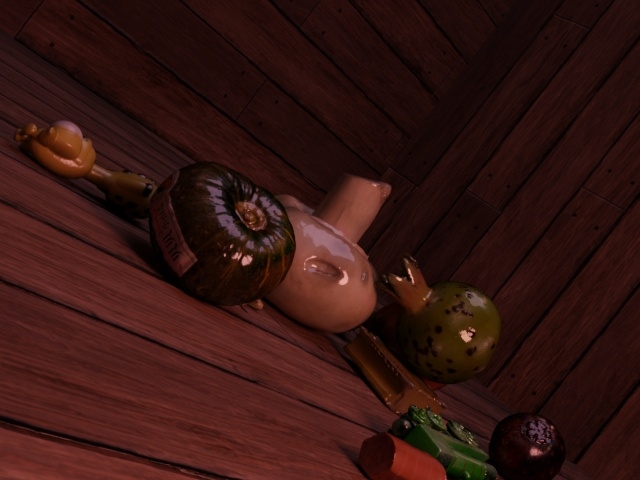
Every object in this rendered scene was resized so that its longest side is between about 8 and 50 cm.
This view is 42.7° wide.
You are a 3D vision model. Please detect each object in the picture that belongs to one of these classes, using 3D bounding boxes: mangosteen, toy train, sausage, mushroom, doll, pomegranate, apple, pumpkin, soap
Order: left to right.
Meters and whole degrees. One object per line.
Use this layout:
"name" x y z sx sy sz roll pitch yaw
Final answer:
"doll" -0.391 -0.121 1.419 0.117 0.086 0.291 -18 -40 43
"pumpkin" -0.166 0.002 1.348 0.260 0.189 0.260 30 35 -24
"mushroom" -0.025 0.021 1.759 0.325 0.353 0.353 6 -6 16
"soap" 0.149 0.282 1.685 0.135 0.076 0.233 36 4 -35
"sausage" 0.121 0.312 1.107 0.169 0.065 0.065 36 4 -42
"apple" 0.218 0.240 1.927 0.234 0.234 0.234 38 3 -2
"pomegranate" 0.236 0.167 1.718 0.286 0.231 0.231 37 3 8
"toy train" 0.208 0.352 1.353 0.251 0.085 0.119 32 12 -44
"mangosteen" 0.445 0.466 1.800 0.172 0.184 0.172 15 54 -21

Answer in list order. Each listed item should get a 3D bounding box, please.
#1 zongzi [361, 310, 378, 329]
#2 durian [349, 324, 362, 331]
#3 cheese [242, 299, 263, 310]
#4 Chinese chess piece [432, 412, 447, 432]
"zongzi" 0.212 0.287 2.196 0.204 0.094 0.205 40 1 -31
"durian" 0.033 0.140 2.023 0.183 0.138 0.250 46 8 -4
"cheese" -0.132 0.107 1.507 0.044 0.030 0.083 63 10 27
"Chinese chess piece" 0.234 0.374 1.526 0.122 0.051 0.122 37 3 -3
